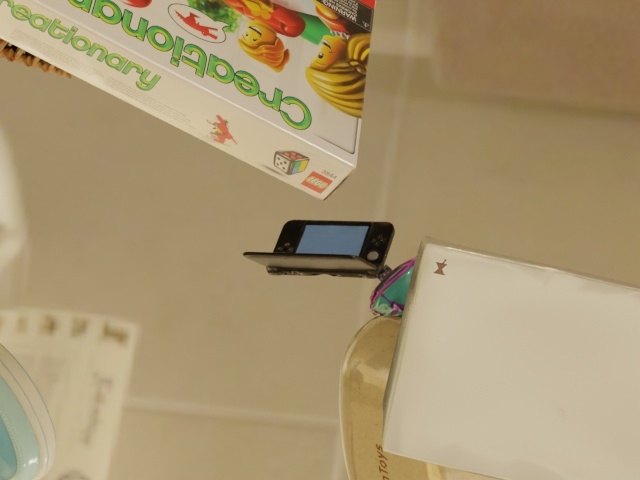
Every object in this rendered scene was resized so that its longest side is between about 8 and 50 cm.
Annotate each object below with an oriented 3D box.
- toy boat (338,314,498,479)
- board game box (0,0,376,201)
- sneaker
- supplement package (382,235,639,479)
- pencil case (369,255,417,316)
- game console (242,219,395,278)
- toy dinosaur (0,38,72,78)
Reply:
[{"bbox_3d":[0.155,0.202,1.455,0.148,0.318,0.267,-31,131,-32],"label":"toy boat"},{"bbox_3d":[-0.104,-0.173,1.253,0.053,0.305,0.193,-44,-152,42],"label":"board game box"},{"bbox_3d":[-0.403,0.138,1.566,0.127,0.319,0.208,-42,-179,40],"label":"sneaker"},{"bbox_3d":[0.152,0.090,1.249,0.203,0.194,0.149,-27,130,-87],"label":"supplement package"},{"bbox_3d":[0.109,0.084,1.535,0.152,0.070,0.064,48,9,-10],"label":"pencil case"},{"bbox_3d":[0.000,0.000,1.704,0.071,0.122,0.107,71,29,-43],"label":"game console"},{"bbox_3d":[-0.310,-0.254,1.426,0.218,0.322,0.164,-43,-174,-7],"label":"toy dinosaur"}]
